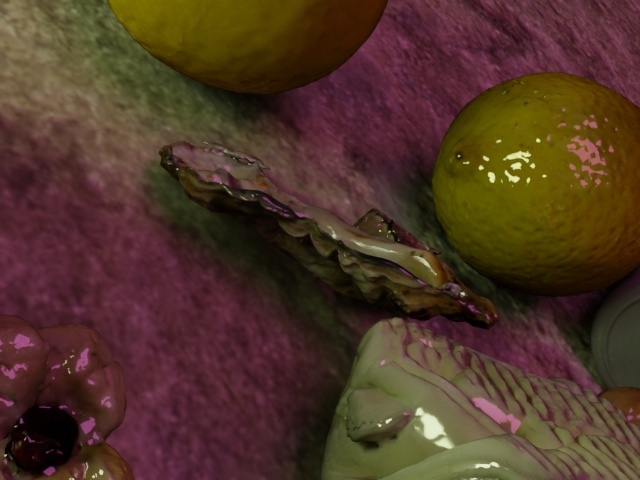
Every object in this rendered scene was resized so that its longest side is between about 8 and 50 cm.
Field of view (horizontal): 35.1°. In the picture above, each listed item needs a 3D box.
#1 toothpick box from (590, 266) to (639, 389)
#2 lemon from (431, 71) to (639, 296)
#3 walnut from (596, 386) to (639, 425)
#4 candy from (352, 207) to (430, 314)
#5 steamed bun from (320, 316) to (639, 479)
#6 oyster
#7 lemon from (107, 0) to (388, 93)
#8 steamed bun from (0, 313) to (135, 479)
[{"bbox_3d":[0.481,0.065,1.223,0.229,0.229,0.316,49,40,1],"label":"toothpick box"},{"bbox_3d":[0.256,-0.060,1.117,0.267,0.267,0.267,23,47,-26],"label":"lemon"},{"bbox_3d":[0.325,0.229,1.030,0.166,0.149,0.166,3,86,-41],"label":"walnut"},{"bbox_3d":[0.073,0.025,1.015,0.110,0.085,0.095,24,34,-40],"label":"candy"},{"bbox_3d":[0.159,0.246,0.803,0.394,0.237,0.346,29,12,26],"label":"steamed bun"},{"bbox_3d":[0.000,0.000,0.914,0.345,0.078,0.129,29,7,10],"label":"oyster"},{"bbox_3d":[-0.072,-0.284,0.981,0.297,0.297,0.297,23,47,-26],"label":"lemon"},{"bbox_3d":[-0.209,0.128,0.674,0.192,0.106,0.177,7,54,-35],"label":"steamed bun"}]
